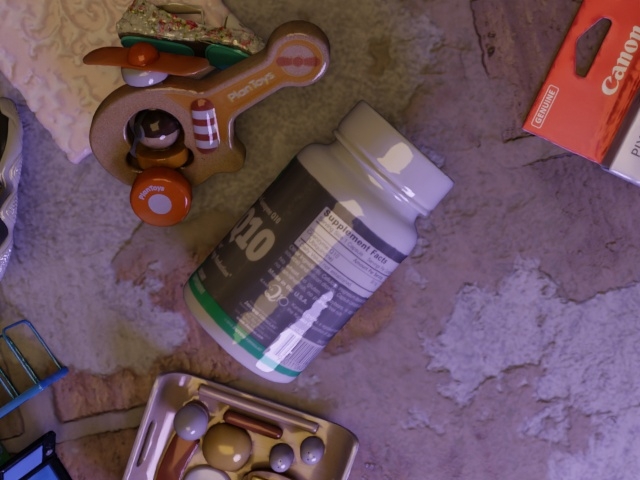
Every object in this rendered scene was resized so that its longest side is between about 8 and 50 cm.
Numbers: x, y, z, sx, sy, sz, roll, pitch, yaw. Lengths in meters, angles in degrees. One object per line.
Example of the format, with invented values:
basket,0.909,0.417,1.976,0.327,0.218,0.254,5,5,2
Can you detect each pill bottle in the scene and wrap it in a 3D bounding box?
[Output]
pill bottle,0.000,0.000,1.467,0.204,0.204,0.361,41,97,-3

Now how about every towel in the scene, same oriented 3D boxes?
towel,-0.316,-0.322,1.513,0.317,0.053,0.332,-34,98,6

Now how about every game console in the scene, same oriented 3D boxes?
game console,-0.417,0.355,1.572,0.071,0.122,0.107,40,141,18

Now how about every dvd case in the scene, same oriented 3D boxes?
dvd case,-0.153,0.300,1.609,0.087,0.013,0.119,-29,96,6

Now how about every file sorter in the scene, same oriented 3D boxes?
file sorter,-0.477,0.206,1.563,0.170,0.118,0.104,-34,91,7

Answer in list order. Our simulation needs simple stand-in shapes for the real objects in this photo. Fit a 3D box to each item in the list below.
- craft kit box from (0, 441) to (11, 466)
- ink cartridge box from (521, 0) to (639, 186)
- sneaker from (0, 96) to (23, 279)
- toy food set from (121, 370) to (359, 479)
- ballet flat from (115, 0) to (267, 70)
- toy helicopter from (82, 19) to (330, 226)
craft kit box,-0.537,0.454,1.629,0.249,0.061,0.247,-30,98,6
ink cartridge box,0.460,-0.229,1.484,0.261,0.066,0.296,24,98,-2
sneaker,-0.497,-0.077,1.489,0.153,0.101,0.269,7,77,-22
toy food set,-0.122,0.338,1.557,0.306,0.092,0.220,19,96,2
ballet flat,-0.154,-0.276,1.455,0.240,0.091,0.077,14,74,-6
toy helicopter,-0.153,-0.193,1.415,0.355,0.140,0.235,-27,119,19
